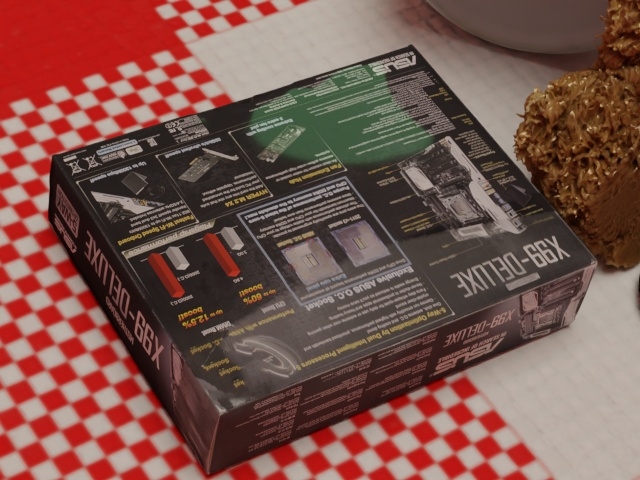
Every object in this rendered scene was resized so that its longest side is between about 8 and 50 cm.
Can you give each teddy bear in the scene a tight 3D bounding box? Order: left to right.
[{"bbox_3d":[0.280,-0.143,1.218,0.245,0.338,0.113,22,13,-43],"label":"teddy bear"}]

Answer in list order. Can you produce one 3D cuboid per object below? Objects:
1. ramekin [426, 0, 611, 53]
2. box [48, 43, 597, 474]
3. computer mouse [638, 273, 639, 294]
[{"bbox_3d":[0.180,-0.264,1.291,0.273,0.273,0.127,16,59,3],"label":"ramekin"},{"bbox_3d":[0.000,0.000,1.137,0.307,0.076,0.242,-20,56,-26],"label":"box"},{"bbox_3d":[0.362,0.064,1.158,0.272,0.072,0.188,28,51,13],"label":"computer mouse"}]
